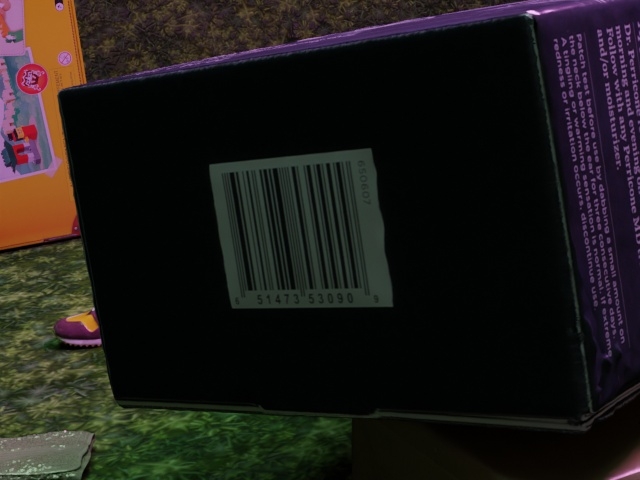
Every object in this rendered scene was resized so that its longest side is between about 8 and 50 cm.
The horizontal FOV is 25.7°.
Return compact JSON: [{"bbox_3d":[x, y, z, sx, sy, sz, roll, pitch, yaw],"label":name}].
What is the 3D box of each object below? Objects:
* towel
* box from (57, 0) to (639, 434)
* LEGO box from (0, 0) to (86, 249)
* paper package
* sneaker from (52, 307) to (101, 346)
[{"bbox_3d":[-0.313,0.231,1.466,0.148,0.027,0.110,-6,16,0],"label":"towel"},{"bbox_3d":[0.118,-0.049,1.232,0.479,0.297,0.471,-3,9,39],"label":"box"},{"bbox_3d":[-0.572,-0.234,2.262,0.372,0.500,0.193,-11,18,-16],"label":"LEGO box"},{"bbox_3d":[0.234,0.193,1.155,0.324,0.168,0.309,-13,18,-23],"label":"paper package"},{"bbox_3d":[-0.257,0.084,1.824,0.185,0.084,0.069,-8,17,-6],"label":"sneaker"}]
